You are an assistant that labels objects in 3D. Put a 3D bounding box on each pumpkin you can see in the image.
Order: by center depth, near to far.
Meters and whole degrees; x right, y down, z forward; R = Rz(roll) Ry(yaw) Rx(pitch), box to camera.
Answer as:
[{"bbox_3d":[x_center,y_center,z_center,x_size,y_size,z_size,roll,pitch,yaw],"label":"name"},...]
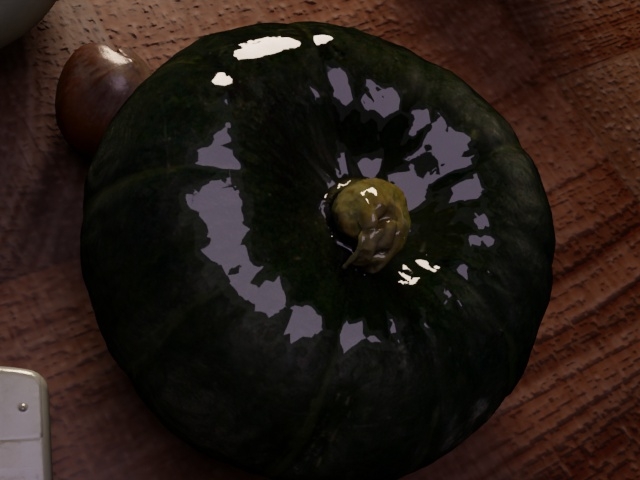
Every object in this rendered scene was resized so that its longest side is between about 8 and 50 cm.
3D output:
[{"bbox_3d":[0.000,0.000,0.696,0.300,0.207,0.300,5,68,-14],"label":"pumpkin"}]

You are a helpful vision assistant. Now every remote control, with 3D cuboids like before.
[{"bbox_3d":[-0.200,0.166,0.659,0.088,0.029,0.190,-2,65,-17],"label":"remote control"}]

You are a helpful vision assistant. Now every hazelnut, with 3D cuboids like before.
[{"bbox_3d":[-0.145,-0.095,0.780,0.086,0.086,0.086,7,62,-13],"label":"hazelnut"}]

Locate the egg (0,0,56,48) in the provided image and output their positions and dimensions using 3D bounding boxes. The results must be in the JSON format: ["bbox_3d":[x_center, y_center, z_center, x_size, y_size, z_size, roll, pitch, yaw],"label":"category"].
[{"bbox_3d":[-0.241,-0.212,0.770,0.151,0.151,0.209,16,64,-7],"label":"egg"}]
